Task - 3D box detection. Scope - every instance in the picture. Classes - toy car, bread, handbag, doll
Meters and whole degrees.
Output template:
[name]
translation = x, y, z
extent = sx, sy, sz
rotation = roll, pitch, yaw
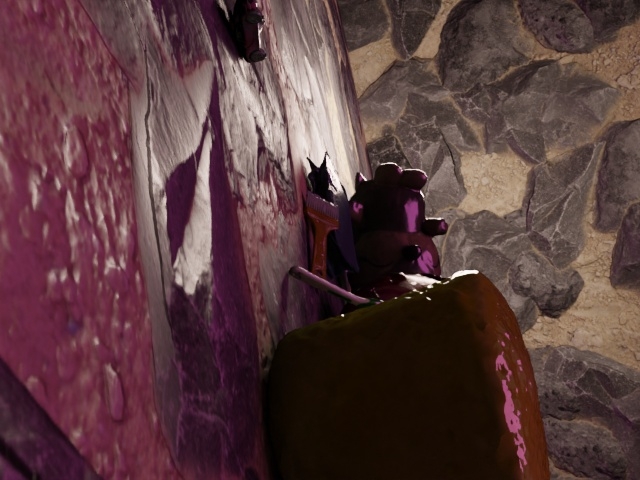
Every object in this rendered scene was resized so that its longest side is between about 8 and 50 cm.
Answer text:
[toy car]
translation = -0.108, -0.326, 1.093
extent = 0.142, 0.055, 0.069
rotation = 92, -8, -64
[bread]
translation = 0.113, 0.227, 0.901
extent = 0.348, 0.308, 0.348
rotation = -14, 90, -82
[handbag]
translation = 0.023, -0.052, 1.529
extent = 0.179, 0.062, 0.229
rotation = 62, 18, -60
[doll]
translation = 0.171, 0.033, 1.765
extent = 0.378, 0.252, 0.382
rotation = 63, 29, -82

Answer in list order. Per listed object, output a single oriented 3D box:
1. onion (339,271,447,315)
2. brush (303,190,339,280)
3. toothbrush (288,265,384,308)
[onion]
translation = 0.177, 0.246, 1.373
extent = 0.345, 0.358, 0.358
rotation = -61, 177, 10
[brush]
translation = 0.000, 0.000, 1.365
extent = 0.082, 0.010, 0.218
rotation = 27, 45, -26
[toothbrush]
translation = 0.079, 0.100, 1.188
extent = 0.304, 0.030, 0.030
rotation = 25, 37, -24
